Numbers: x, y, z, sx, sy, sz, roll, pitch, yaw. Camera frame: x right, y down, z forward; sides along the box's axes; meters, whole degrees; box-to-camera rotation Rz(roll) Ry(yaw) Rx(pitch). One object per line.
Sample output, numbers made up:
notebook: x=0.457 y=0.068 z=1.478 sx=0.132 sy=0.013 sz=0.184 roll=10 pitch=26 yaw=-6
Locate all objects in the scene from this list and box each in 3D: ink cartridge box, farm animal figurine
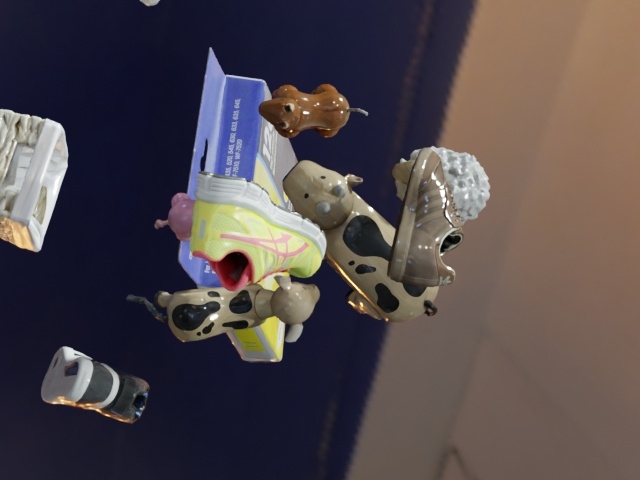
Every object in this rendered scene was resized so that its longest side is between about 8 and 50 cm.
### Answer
ink cartridge box: x=-0.096 y=-0.041 z=2.457 sx=0.307 sy=0.072 sz=0.304 roll=69 pitch=24 yaw=-62
farm animal figurine: x=0.000 y=0.000 z=2.108 sx=0.330 sy=0.326 sz=0.172 roll=-64 pitch=-163 yaw=-4

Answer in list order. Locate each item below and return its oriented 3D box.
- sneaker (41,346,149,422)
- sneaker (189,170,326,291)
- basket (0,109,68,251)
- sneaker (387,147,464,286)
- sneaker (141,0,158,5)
sneaker: x=-0.297 y=0.203 z=2.566 sx=0.079 sy=0.121 sz=0.217 roll=-68 pitch=-162 yaw=-5
sneaker: x=-0.067 y=0.008 z=1.811 sx=0.081 sy=0.208 sz=0.094 roll=7 pitch=-104 yaw=32
basket: x=-0.326 y=-0.066 z=1.973 sx=0.167 sy=0.103 sz=0.113 roll=111 pitch=-4 yaw=-78
sneaker: x=0.118 y=-0.019 z=2.034 sx=0.066 sy=0.071 sz=0.188 roll=106 pitch=0 yaw=-48
sneaker: x=-0.178 y=-0.303 z=1.919 sx=0.061 sy=0.053 sz=0.152 roll=128 pitch=-41 yaw=-50
